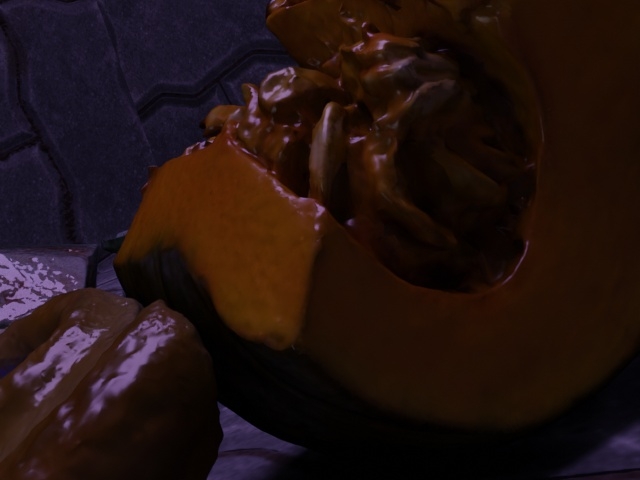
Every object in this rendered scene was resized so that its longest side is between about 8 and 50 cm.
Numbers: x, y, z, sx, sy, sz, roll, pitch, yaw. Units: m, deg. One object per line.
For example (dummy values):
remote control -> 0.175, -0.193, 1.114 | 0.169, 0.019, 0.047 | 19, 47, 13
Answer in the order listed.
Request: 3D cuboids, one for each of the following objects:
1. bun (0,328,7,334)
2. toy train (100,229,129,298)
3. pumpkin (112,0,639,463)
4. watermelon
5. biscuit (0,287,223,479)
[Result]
bun -> -0.313, 0.136, 0.796 | 0.183, 0.102, 0.183 | 5, 15, -1
toy train -> -0.075, 0.039, 0.870 | 0.249, 0.173, 0.307 | -13, 2, -30
pumpkin -> 0.056, -0.018, 0.488 | 0.303, 0.256, 0.225 | -62, 26, -10
watermelon -> -0.376, 0.104, 1.047 | 0.258, 0.228, 0.387 | -5, 4, 33
biscuit -> -0.165, 0.116, 0.450 | 0.274, 0.091, 0.213 | -6, 39, 55
